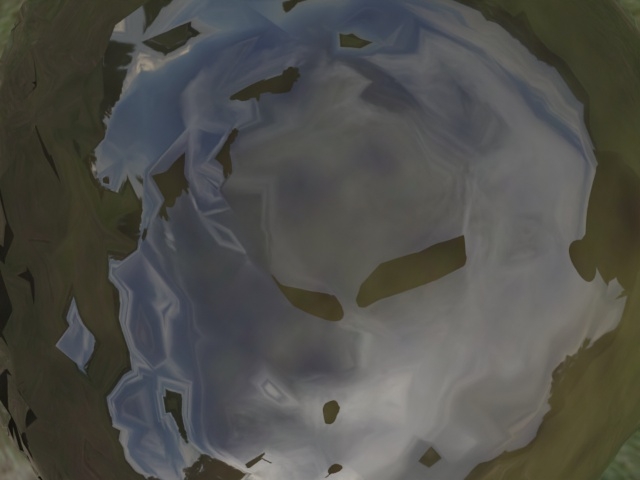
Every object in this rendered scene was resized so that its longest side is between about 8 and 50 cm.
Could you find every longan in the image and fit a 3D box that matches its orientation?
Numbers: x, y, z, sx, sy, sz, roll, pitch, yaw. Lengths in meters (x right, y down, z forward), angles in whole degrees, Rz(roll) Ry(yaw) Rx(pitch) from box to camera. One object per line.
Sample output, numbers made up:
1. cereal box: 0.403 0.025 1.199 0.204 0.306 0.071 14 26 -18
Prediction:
1. longan: 0.000 0.000 1.032 0.391 0.391 0.391 -1 94 -12
